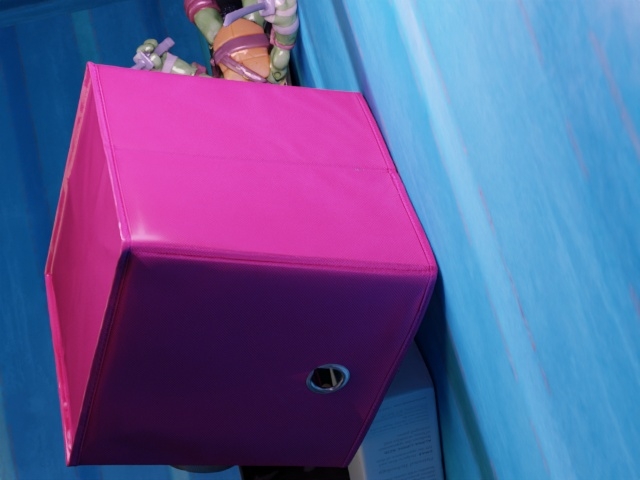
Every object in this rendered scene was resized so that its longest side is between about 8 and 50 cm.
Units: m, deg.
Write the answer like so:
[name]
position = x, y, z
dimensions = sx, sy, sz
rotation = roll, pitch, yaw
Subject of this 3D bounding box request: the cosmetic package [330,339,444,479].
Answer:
[cosmetic package]
position = 0.069, 0.201, 1.233
dimensions = 0.117, 0.085, 0.231
rotation = -112, 8, -52

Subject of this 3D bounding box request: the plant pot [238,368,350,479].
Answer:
[plant pot]
position = -0.004, 0.184, 1.486
dimensions = 0.167, 0.187, 0.188
rotation = -76, -23, -68

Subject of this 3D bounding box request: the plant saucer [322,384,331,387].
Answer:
[plant saucer]
position = 0.029, 0.330, 1.714
dimensions = 0.310, 0.050, 0.310
rotation = 173, 90, -70

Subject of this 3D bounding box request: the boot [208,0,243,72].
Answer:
[boot]
position = -0.155, -0.331, 2.152
dimensions = 0.236, 0.085, 0.178
rotation = 92, 167, -45

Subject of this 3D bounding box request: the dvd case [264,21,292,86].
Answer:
[dvd case]
position = -0.053, -0.213, 1.696
dimensions = 0.164, 0.018, 0.221
rotation = 180, 81, -84

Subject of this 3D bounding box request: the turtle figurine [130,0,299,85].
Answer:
[turtle figurine]
position = -0.127, -0.273, 1.500
dimensions = 0.198, 0.274, 0.266
rotation = -46, 45, 41

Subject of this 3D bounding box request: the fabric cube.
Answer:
[fabric cube]
position = -0.086, 0.026, 1.086
dimensions = 0.259, 0.258, 0.254
rotation = -110, 33, -46

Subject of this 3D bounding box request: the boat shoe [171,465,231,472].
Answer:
[boat shoe]
position = -0.132, 0.184, 1.569
dimensions = 0.355, 0.130, 0.132
rotation = -45, -52, -63
